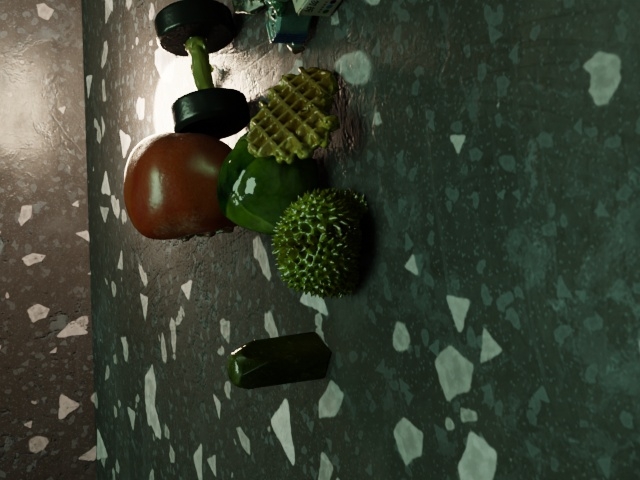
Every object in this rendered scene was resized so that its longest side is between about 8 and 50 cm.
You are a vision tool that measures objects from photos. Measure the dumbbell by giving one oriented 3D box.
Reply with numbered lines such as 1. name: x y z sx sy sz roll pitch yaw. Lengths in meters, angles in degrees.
1. dumbbell: -0.305 -0.436 2.009 0.204 0.204 0.322 -29 70 58

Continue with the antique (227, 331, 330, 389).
1. antique: -0.096 0.267 1.718 0.081 0.221 0.080 47 133 49

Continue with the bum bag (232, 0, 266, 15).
1. bum bag: -0.190 -0.666 1.908 0.102 0.069 0.248 -13 80 22

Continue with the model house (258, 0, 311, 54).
1. model house: -0.079 -0.483 1.705 0.148 0.119 0.148 52 144 44

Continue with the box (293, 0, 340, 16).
1. box: -0.001 -0.623 1.558 0.221 0.091 0.273 -41 59 54

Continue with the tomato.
1. tomato: -0.322 -0.140 1.947 0.341 0.341 0.272 0 100 61

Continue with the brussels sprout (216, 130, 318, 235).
1. brussels sprout: -0.124 -0.134 1.744 0.271 0.210 0.219 -104 32 -47

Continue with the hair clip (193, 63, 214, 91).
1. hair clip: -0.340 -0.419 2.232 0.072 0.046 0.173 -120 36 -44

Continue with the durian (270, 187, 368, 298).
1. durian: -0.002 0.003 1.578 0.200 0.176 0.236 25 105 35

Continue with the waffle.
1. waffle: -0.044 -0.266 1.608 0.249 0.056 0.253 6 60 42
